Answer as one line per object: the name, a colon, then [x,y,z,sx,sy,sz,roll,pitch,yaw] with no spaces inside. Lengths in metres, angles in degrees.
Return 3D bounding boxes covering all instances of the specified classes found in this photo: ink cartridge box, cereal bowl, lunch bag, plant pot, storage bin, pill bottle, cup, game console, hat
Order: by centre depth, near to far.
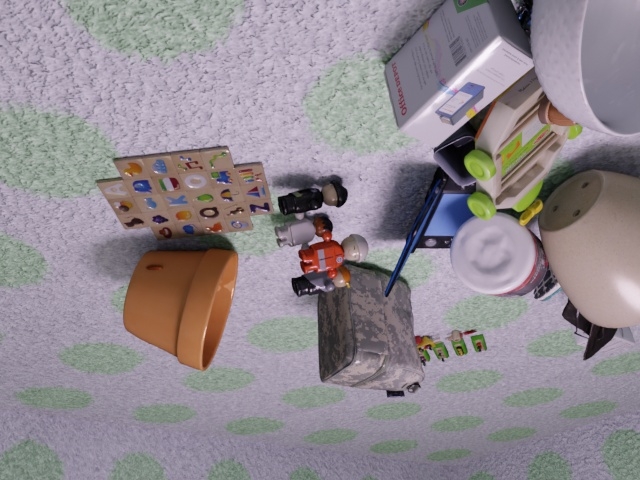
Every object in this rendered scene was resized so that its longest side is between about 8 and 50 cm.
cereal bowl: [0.406,-0.320,0.817,0.339,0.141,0.339,-14,118,-29]
ink cartridge box: [0.206,-0.274,0.929,0.093,0.154,0.212,18,140,-33]
storage bin: [0.273,-0.185,1.133,0.098,0.091,0.135,-25,142,28]
cup: [0.614,-0.016,1.279,0.237,0.331,0.331,38,133,-15]
game console: [0.280,-0.008,1.330,0.250,0.173,0.293,1,147,-8]
pill bottle: [0.423,0.043,1.373,0.176,0.176,0.318,-21,164,24]
plant pot: [-0.331,0.143,1.415,0.204,0.291,0.291,13,146,2]
lunch bag: [0.141,0.242,1.575,0.256,0.305,0.212,12,144,-22]
hat: [0.765,0.178,1.683,0.134,0.331,0.331,25,165,36]

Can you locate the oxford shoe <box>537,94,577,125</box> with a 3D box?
oxford shoe: [0.446,-0.265,0.962,0.212,0.076,0.076,-54,131,-4]

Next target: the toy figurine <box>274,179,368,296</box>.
toy figurine: [0.000,0.000,1.279,0.148,0.213,0.209,-14,153,-16]

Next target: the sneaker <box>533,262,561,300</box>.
sneaker: [0.673,0.092,1.571,0.110,0.107,0.275,29,138,-12]

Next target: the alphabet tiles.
alphabet tiles: [-0.280,-0.091,1.278,0.343,0.011,0.285,-6,147,2]

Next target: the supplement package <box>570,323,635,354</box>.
supplement package: [0.907,0.289,1.926,0.179,0.105,0.105,19,140,-32]

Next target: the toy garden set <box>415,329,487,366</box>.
toy garden set: [0.437,0.367,2.036,0.244,0.049,0.204,-14,146,14]

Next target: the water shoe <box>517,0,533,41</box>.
water shoe: [0.333,-0.344,0.915,0.080,0.073,0.203,-22,143,32]

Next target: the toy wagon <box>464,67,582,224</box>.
toy wagon: [0.373,-0.154,1.097,0.267,0.068,0.344,-41,146,-12]
